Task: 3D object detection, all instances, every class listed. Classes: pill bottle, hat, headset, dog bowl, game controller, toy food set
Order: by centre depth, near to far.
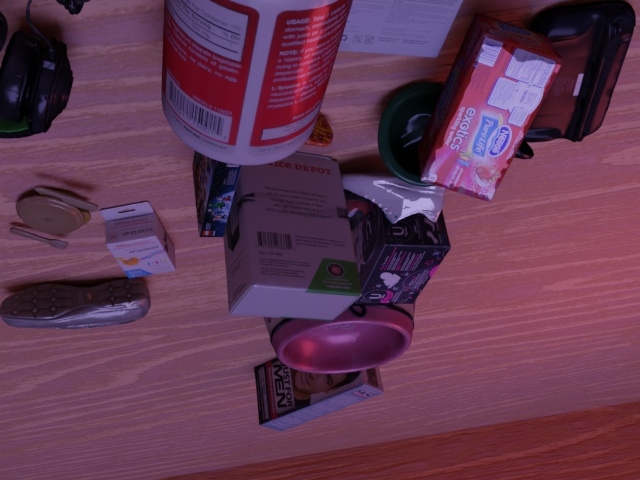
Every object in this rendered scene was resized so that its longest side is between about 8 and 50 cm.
[{"bbox_3d":[-0.077,-0.300,0.887,0.229,0.229,0.408,0,147,-15],"label":"pill bottle"},{"bbox_3d":[-0.432,-0.270,0.968,0.394,0.185,0.243,-14,148,37],"label":"headset"},{"bbox_3d":[0.428,-0.279,1.238,0.166,0.067,0.319,2,149,9],"label":"game controller"},{"bbox_3d":[0.186,-0.198,1.325,0.172,0.183,0.209,-2,109,1],"label":"hat"},{"bbox_3d":[-0.507,-0.054,1.358,0.132,0.039,0.192,21,143,-30],"label":"toy food set"},{"bbox_3d":[0.053,0.209,1.802,0.407,0.150,0.408,-4,150,-2],"label":"dog bowl"}]

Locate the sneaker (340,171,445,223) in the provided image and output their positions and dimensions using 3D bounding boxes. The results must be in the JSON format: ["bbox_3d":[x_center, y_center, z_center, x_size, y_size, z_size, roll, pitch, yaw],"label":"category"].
[{"bbox_3d":[0.131,-0.081,1.377,0.212,0.094,0.080,9,-166,7],"label":"sneaker"}]

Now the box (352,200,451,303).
[{"bbox_3d":[0.155,0.009,1.514,0.142,0.163,0.247,2,148,-14],"label":"box"}]

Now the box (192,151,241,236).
[{"bbox_3d":[-0.175,-0.133,1.194,0.044,0.159,0.233,-1,147,-18],"label":"box"}]

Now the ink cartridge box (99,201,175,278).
[{"bbox_3d":[-0.369,0.002,1.453,0.104,0.062,0.181,-10,148,1],"label":"ink cartridge box"}]

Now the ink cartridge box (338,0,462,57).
[{"bbox_3d":[0.100,-0.362,1.011,0.223,0.045,0.224,0,146,-17],"label":"ink cartridge box"}]

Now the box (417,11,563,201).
[{"bbox_3d":[0.257,-0.207,1.132,0.128,0.123,0.257,17,123,-5],"label":"box"}]

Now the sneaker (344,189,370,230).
[{"bbox_3d":[0.000,0.000,1.485,0.276,0.135,0.097,-33,140,31],"label":"sneaker"}]

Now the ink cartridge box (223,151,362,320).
[{"bbox_3d":[-0.061,-0.013,1.300,0.211,0.289,0.121,7,148,-25],"label":"ink cartridge box"}]

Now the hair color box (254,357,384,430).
[{"bbox_3d":[-0.012,0.407,2.088,0.374,0.185,0.113,-27,144,25],"label":"hair color box"}]

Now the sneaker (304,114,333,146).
[{"bbox_3d":[-0.060,-0.198,1.234,0.175,0.064,0.067,12,163,-23],"label":"sneaker"}]

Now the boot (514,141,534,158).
[{"bbox_3d":[0.341,-0.165,1.398,0.121,0.045,0.099,17,138,-26],"label":"boot"}]

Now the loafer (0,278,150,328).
[{"bbox_3d":[-0.545,0.158,1.609,0.319,0.112,0.111,-3,140,-12],"label":"loafer"}]
